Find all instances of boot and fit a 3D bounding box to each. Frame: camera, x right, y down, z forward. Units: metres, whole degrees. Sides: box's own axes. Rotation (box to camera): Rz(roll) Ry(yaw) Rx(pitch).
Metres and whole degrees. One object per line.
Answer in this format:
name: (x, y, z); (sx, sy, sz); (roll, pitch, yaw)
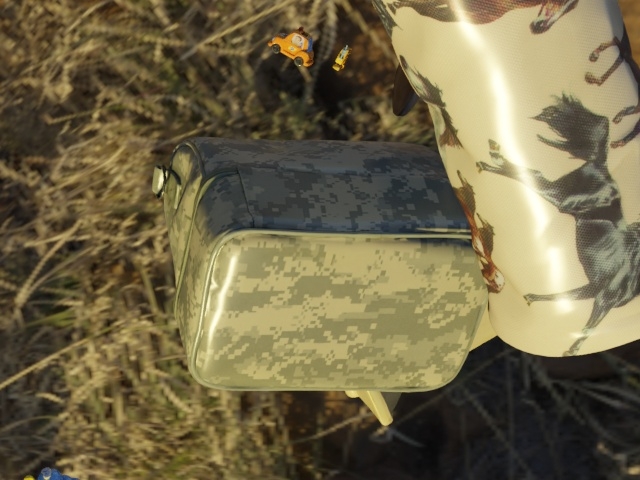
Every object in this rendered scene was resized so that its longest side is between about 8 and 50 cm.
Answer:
boot: (0.125, -0.176, 1.388); (0.087, 0.042, 0.118); (1, 121, -31)

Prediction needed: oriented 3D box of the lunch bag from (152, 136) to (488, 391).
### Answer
lunch bag: (0.000, 0.000, 1.389); (0.305, 0.256, 0.212); (1, 127, -18)

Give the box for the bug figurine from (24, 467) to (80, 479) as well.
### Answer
bug figurine: (-0.234, 0.367, 1.685); (0.216, 0.279, 0.072); (31, 95, -43)

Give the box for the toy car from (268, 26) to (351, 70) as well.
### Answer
toy car: (-0.011, -0.238, 1.692); (0.060, 0.040, 0.122); (36, 22, 21)

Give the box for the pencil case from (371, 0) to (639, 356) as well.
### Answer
pencil case: (0.131, -0.105, 0.938); (0.160, 0.183, 0.410); (-29, 118, -6)

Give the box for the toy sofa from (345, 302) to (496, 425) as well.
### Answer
toy sofa: (0.172, 0.072, 1.874); (0.362, 0.177, 0.150); (-29, 120, -8)
